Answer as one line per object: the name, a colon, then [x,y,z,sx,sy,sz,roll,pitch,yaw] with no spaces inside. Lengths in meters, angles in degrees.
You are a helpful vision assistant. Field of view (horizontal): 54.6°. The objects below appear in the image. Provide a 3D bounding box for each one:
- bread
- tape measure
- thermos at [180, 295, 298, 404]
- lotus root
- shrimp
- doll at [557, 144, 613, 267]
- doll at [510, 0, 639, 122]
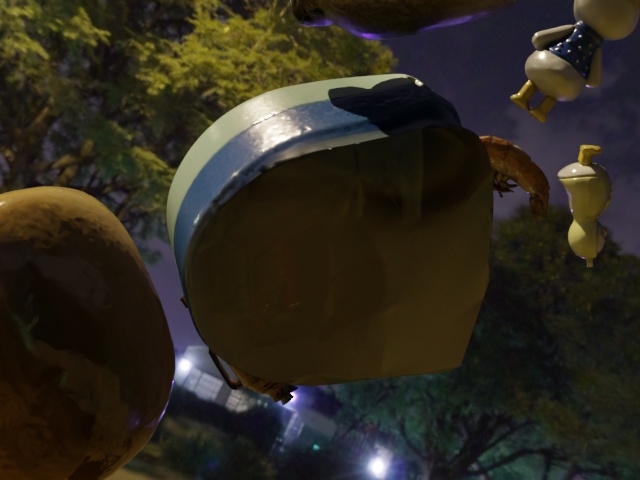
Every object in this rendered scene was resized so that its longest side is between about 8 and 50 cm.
bread: [-0.364,0.130,0.781,0.253,0.348,0.376,-8,-77,48]
tape measure: [0.002,-0.001,0.548,0.262,0.138,0.259,-9,-55,-9]
thermos: [-0.120,0.162,0.978,0.232,0.124,0.099,56,13,-1]
lotus root: [0.066,-0.198,0.467,0.192,0.088,0.113,-8,3,20]
shrimp: [0.361,-0.076,1.313,0.222,0.054,0.290,28,-52,15]
doll: [0.646,-0.081,1.488,0.117,0.296,0.141,-10,10,17]
doll: [0.433,-0.333,1.016,0.138,0.293,0.119,36,16,2]
